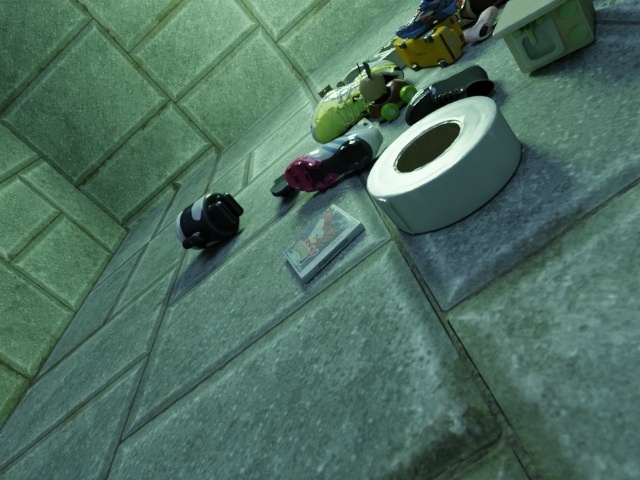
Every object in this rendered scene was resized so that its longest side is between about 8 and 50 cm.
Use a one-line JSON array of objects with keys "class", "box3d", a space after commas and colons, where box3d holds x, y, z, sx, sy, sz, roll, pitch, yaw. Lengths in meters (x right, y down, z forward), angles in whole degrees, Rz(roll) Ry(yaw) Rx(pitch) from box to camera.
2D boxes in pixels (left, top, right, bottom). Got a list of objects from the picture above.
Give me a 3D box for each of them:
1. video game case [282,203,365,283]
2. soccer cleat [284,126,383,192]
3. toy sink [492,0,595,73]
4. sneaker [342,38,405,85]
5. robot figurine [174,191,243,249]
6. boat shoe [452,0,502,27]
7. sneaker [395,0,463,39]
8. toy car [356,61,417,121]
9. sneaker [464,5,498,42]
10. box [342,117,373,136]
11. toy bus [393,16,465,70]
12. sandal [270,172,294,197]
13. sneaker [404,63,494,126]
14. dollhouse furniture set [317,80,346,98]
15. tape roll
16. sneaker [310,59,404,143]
[{"class": "video game case", "box3d": [0.000, 0.000, 1.119, 0.183, 0.023, 0.201, -43, 23, -1]}, {"class": "soccer cleat", "box3d": [0.042, -0.233, 1.366, 0.331, 0.116, 0.143, -15, 24, 40]}, {"class": "toy sink", "box3d": [0.487, -0.465, 1.004, 0.153, 0.131, 0.234, -21, 27, 42]}, {"class": "sneaker", "box3d": [0.227, -0.690, 1.849, 0.296, 0.104, 0.147, -22, 28, 28]}, {"class": "robot figurine", "box3d": [-0.406, -0.068, 1.704, 0.278, 0.173, 0.209, -24, -14, 36]}, {"class": "boat shoe", "box3d": [0.487, -0.789, 1.577, 0.324, 0.123, 0.116, -27, 30, 37]}, {"class": "sneaker", "box3d": [0.328, -0.710, 1.457, 0.221, 0.087, 0.083, -22, 28, 34]}, {"class": "toy car", "box3d": [0.180, -0.480, 1.443, 0.149, 0.188, 0.155, -42, 23, 2]}, {"class": "sneaker", "box3d": [0.500, -0.647, 1.398, 0.134, 0.051, 0.070, -48, 25, -3]}, {"class": "box", "box3d": [0.075, -0.293, 1.482, 0.225, 0.036, 0.136, -40, 24, 9]}, {"class": "toy bus", "box3d": [0.363, -0.651, 1.549, 0.130, 0.108, 0.333, -41, 23, -2]}, {"class": "sandal", "box3d": [-0.115, -0.191, 1.608, 0.097, 0.054, 0.254, -32, 15, 8]}, {"class": "sneaker", "box3d": [0.307, -0.344, 1.142, 0.222, 0.083, 0.118, -33, 26, 20]}, {"class": "dollhouse furniture set", "box3d": [0.086, -0.549, 1.793, 0.144, 0.123, 0.151, -37, 24, 15]}, {"class": "tape roll", "box3d": [0.230, -0.147, 0.906, 0.286, 0.100, 0.286, -34, 25, 19]}, {"class": "sneaker", "box3d": [0.120, -0.482, 1.604, 0.385, 0.145, 0.147, -44, 23, 2]}]
